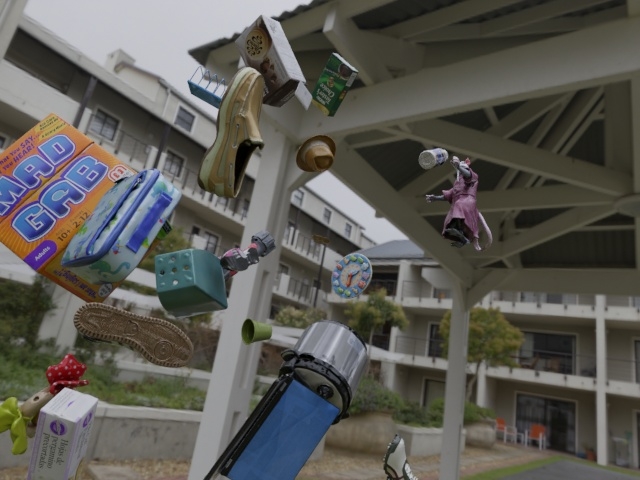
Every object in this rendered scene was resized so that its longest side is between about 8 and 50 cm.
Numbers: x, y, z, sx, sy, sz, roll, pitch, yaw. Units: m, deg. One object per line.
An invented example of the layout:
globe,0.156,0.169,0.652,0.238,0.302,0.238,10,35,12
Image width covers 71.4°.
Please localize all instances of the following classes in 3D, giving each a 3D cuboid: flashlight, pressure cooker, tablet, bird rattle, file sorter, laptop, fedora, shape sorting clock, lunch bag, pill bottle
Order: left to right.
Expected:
bird rattle,-0.740,0.434,1.195,0.143,0.253,0.207,33,-36,11
lunch bag,-0.365,-0.029,0.825,0.176,0.219,0.090,-7,-41,39
file sorter,-0.492,-0.686,2.009,0.170,0.105,0.118,28,-12,-3
flashlight,-0.313,0.057,1.756,0.103,0.304,0.103,21,-48,30
laptop,-0.137,0.652,1.412,0.236,0.382,0.408,34,-10,10
tablet,-0.054,-0.467,1.437,0.006,0.054,0.083,12,-16,30
fedora,-0.006,-0.339,1.825,0.194,0.079,0.194,-22,-37,-18
pressure cooker,0.001,0.623,2.089,0.369,0.420,0.376,16,-55,15
shape sorting clock,0.132,0.152,1.930,0.206,0.206,0.040,-2,-22,35
pill bottle,0.414,-0.299,1.615,0.067,0.067,0.120,-6,11,44

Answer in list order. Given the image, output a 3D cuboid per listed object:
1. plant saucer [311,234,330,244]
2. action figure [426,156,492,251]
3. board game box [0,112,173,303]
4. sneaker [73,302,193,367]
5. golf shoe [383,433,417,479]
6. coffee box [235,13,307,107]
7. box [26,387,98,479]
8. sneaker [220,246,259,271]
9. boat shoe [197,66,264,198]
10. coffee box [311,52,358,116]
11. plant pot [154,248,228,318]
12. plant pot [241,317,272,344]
plant saucer,0.000,0.000,1.848,0.083,0.015,0.083,15,-14,4
action figure,0.591,-0.173,1.795,0.275,0.370,0.248,17,-21,-5
board game box,-0.743,-0.077,1.351,0.356,0.356,0.356,34,-21,12
sneaker,-0.454,0.229,1.080,0.282,0.099,0.153,30,-26,-24
golf shoe,0.272,0.770,1.483,0.120,0.273,0.105,9,21,28
coffee box,-0.198,-0.709,1.780,0.168,0.297,0.119,-28,-9,33
box,-0.458,0.409,0.766,0.063,0.324,0.067,20,15,-1
sneaker,-0.256,0.068,1.352,0.077,0.072,0.178,-23,-8,19
boat shoe,-0.110,-0.151,0.644,0.072,0.190,0.068,21,6,22
coffee box,0.043,-0.543,1.565,0.040,0.113,0.184,-16,-33,-51
plant pot,-0.386,0.114,1.298,0.165,0.166,0.234,-11,-19,-2
plant pot,-0.201,0.294,1.435,0.079,0.083,0.083,11,-14,-40
